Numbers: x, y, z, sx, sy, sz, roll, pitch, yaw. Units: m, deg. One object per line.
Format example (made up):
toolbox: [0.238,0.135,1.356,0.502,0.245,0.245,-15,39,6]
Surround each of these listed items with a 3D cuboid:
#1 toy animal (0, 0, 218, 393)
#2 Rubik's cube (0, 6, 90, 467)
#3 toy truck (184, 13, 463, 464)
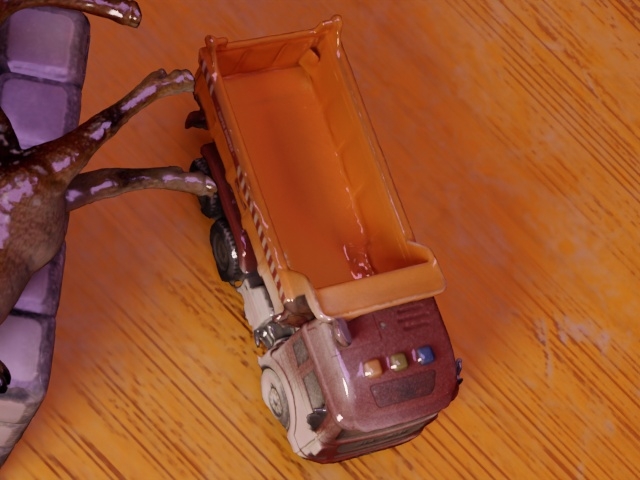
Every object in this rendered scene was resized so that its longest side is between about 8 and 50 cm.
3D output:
toy animal: [-0.178,-0.020,0.855,0.260,0.087,0.243,-27,67,-24]
Rubik's cube: [-0.269,-0.002,0.978,0.238,0.237,0.237,11,64,-15]
toy truck: [0.000,0.000,1.123,0.114,0.135,0.270,-13,73,-23]
